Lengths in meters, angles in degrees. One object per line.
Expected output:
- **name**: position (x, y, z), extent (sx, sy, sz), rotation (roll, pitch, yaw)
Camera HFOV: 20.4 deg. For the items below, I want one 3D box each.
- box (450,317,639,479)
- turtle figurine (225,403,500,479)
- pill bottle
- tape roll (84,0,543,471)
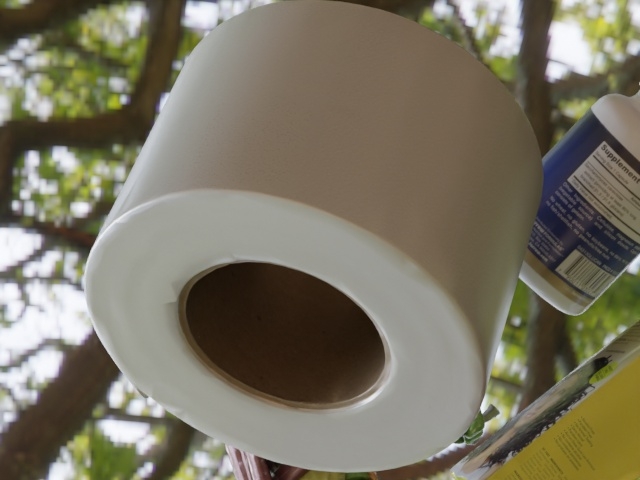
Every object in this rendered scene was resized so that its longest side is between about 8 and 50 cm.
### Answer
- **box**: position (0.186, 0.085, 1.014), extent (0.232, 0.087, 0.058), rotation (-37, -86, -8)
- **turtle figurine**: position (0.060, 0.219, 1.353), extent (0.197, 0.275, 0.266), rotation (-26, -138, 7)
- **pill bottle**: position (0.198, -0.039, 1.203), extent (0.094, 0.169, 0.094), rotation (40, -166, -12)
- **tape roll**: position (0.000, 0.000, 1.076), extent (0.246, 0.246, 0.169), rotation (17, -130, 6)
